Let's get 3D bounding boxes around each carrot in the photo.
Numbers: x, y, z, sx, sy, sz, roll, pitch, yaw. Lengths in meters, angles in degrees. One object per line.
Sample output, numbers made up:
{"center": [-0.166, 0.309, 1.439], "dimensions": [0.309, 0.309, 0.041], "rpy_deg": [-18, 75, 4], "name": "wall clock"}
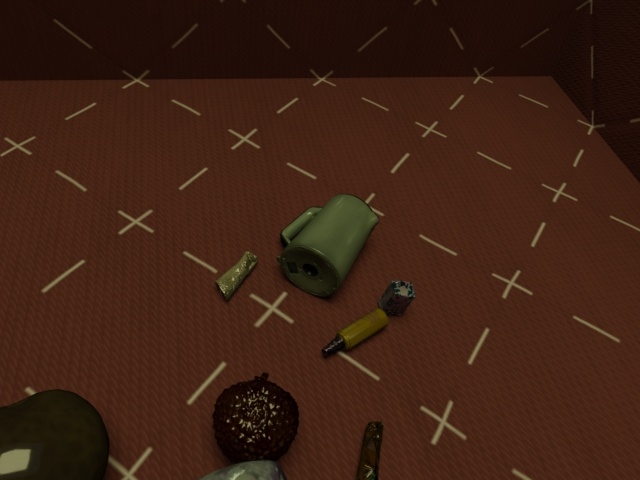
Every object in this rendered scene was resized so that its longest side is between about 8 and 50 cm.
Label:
{"center": [0.155, 0.671, 1.615], "dimensions": [0.069, 0.069, 0.228], "rpy_deg": [13, 49, 2], "name": "carrot"}

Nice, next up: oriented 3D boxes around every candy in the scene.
{"center": [0.286, 0.219, 1.951], "dimensions": [0.092, 0.160, 0.073], "rpy_deg": [5, 53, -14], "name": "candy"}

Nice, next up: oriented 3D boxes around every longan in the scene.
{"center": [-0.754, 0.589, 1.347], "dimensions": [0.405, 0.336, 0.404], "rpy_deg": [9, 71, -29], "name": "longan"}

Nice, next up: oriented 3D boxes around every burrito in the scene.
{"center": [-0.322, 0.129, 1.989], "dimensions": [0.087, 0.060, 0.226], "rpy_deg": [31, 53, 11], "name": "burrito"}

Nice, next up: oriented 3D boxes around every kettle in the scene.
{"center": [0.000, 0.000, 2.069], "dimensions": [0.361, 0.250, 0.376], "rpy_deg": [5, 40, 33], "name": "kettle"}

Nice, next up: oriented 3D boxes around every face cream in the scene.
{"center": [0.120, 0.337, 1.876], "dimensions": [0.273, 0.078, 0.078], "rpy_deg": [-26, 59, -28], "name": "face cream"}

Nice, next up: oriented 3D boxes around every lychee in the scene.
{"center": [-0.192, 0.524, 1.548], "dimensions": [0.265, 0.264, 0.300], "rpy_deg": [7, 47, -3], "name": "lychee"}

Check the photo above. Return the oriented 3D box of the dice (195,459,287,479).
{"center": [-0.196, 0.740, 1.328], "dimensions": [0.270, 0.271, 0.270], "rpy_deg": [-18, 54, -5], "name": "dice"}
